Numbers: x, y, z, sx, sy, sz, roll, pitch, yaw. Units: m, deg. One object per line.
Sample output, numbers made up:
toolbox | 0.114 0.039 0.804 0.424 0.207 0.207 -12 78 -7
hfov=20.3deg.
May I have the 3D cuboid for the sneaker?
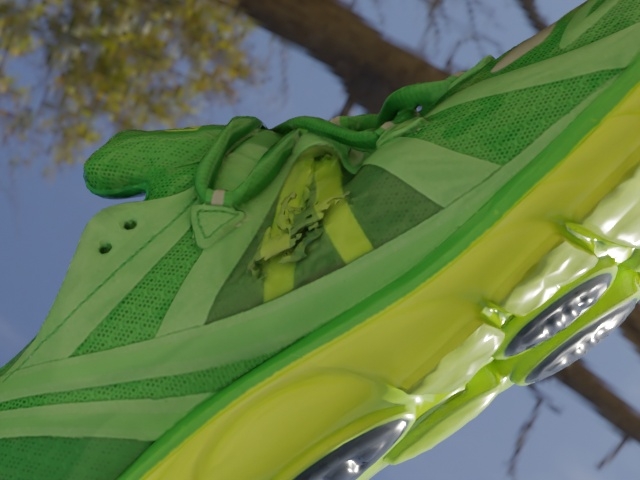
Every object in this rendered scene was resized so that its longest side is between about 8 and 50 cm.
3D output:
sneaker | 0.000 0.000 0.478 0.295 0.109 0.123 -35 -112 -4
